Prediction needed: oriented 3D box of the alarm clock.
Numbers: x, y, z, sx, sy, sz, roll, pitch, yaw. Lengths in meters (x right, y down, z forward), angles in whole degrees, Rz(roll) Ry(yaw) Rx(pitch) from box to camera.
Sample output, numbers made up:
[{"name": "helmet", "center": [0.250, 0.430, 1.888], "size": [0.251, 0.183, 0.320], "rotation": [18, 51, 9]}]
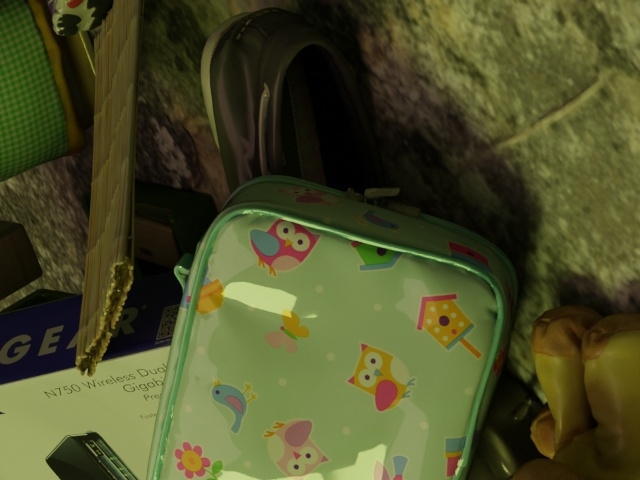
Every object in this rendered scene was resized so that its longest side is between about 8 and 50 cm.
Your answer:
[{"name": "alarm clock", "center": [0.105, 0.155, 1.370], "size": [0.192, 0.064, 0.129], "rotation": [4, 121, 59]}]

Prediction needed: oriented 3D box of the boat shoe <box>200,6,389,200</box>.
[{"name": "boat shoe", "center": [0.000, 0.000, 1.326], "size": [0.095, 0.112, 0.335], "rotation": [18, 129, 55]}]

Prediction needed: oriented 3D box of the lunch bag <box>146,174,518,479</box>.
[{"name": "lunch bag", "center": [0.001, 0.097, 1.259], "size": [0.224, 0.108, 0.279], "rotation": [17, 108, 8]}]

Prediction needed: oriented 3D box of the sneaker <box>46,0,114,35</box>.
[{"name": "sneaker", "center": [-0.194, -0.225, 1.452], "size": [0.071, 0.068, 0.170], "rotation": [58, 151, 16]}]

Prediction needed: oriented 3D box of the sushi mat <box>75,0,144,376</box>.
[{"name": "sushi mat", "center": [-0.150, -0.067, 1.371], "size": [0.151, 0.019, 0.316], "rotation": [119, 156, -50]}]

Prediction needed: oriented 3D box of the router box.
[{"name": "router box", "center": [-0.154, 0.174, 1.495], "size": [0.335, 0.082, 0.301], "rotation": [-15, 131, 24]}]

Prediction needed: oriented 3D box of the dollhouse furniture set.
[{"name": "dollhouse furniture set", "center": [-0.223, -0.050, 1.526], "size": [0.151, 0.197, 0.301], "rotation": [17, 132, 52]}]

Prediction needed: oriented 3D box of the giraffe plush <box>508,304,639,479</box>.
[{"name": "giraffe plush", "center": [0.165, 0.167, 1.172], "size": [0.181, 0.170, 0.210], "rotation": [10, 126, 53]}]
